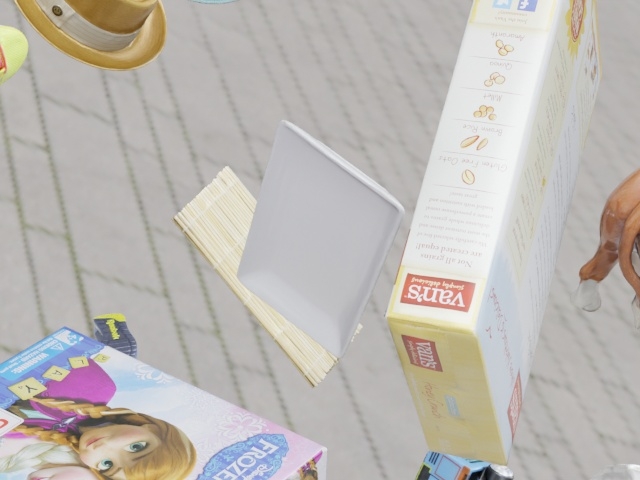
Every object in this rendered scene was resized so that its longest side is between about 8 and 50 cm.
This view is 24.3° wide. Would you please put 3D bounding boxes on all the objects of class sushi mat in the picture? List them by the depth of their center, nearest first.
[{"bbox_3d":[-0.069,0.050,2.084,0.316,0.019,0.151,50,40,-11],"label":"sushi mat"}]

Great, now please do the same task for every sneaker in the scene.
[{"bbox_3d":[-0.407,-0.200,1.738,0.094,0.081,0.208,1,25,35],"label":"sneaker"},{"bbox_3d":[-0.271,0.151,1.966,0.053,0.059,0.144,-3,25,-10],"label":"sneaker"}]

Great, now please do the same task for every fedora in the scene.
[{"bbox_3d":[-0.222,-0.266,1.499,0.194,0.079,0.194,23,50,-30],"label":"fedora"}]

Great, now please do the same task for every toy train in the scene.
[{"bbox_3d":[0.132,0.297,1.512,0.105,0.184,0.080,32,17,35],"label":"toy train"}]

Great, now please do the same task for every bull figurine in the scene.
[{"bbox_3d":[0.320,-0.039,1.107,0.310,0.188,0.101,-23,56,-25],"label":"bull figurine"}]

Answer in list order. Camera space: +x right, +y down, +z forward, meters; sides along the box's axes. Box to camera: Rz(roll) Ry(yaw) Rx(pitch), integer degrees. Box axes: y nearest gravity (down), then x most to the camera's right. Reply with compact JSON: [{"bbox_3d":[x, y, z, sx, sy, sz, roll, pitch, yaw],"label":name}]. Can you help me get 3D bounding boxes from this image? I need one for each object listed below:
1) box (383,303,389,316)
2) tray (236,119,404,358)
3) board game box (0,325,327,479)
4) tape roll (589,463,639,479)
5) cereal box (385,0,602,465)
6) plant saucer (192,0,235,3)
[{"bbox_3d":[0.179,0.080,1.974,0.162,0.116,0.029,23,-6,16],"label":"box"},{"bbox_3d":[0.000,0.000,1.438,0.145,0.270,0.030,36,55,12],"label":"tray"},{"bbox_3d":[-0.212,0.214,1.267,0.318,0.066,0.318,21,33,28],"label":"board game box"},{"bbox_3d":[0.284,0.354,1.375,0.100,0.286,0.286,17,27,-4],"label":"tape roll"},{"bbox_3d":[0.092,-0.029,0.728,0.047,0.240,0.173,10,-25,17],"label":"cereal box"},{"bbox_3d":[-0.061,-0.201,0.883,0.119,0.119,0.021,40,22,9],"label":"plant saucer"}]
